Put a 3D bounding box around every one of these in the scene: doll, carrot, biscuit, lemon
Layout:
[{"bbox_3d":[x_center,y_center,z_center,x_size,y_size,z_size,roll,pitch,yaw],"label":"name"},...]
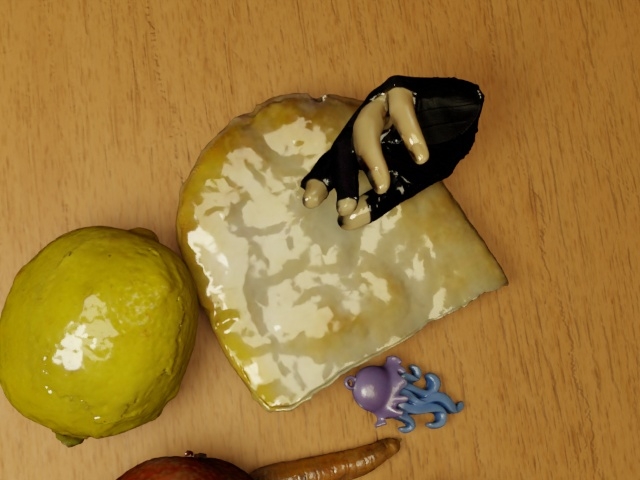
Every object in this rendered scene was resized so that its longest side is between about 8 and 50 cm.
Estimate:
[{"bbox_3d":[0.127,0.237,1.133,0.206,0.067,0.110,19,66,-17],"label":"doll"},{"bbox_3d":[0.010,0.338,1.105,0.248,0.059,0.059,-12,85,-13],"label":"carrot"},{"bbox_3d":[0.000,0.000,1.122,0.429,0.104,0.446,-34,91,-12],"label":"biscuit"},{"bbox_3d":[-0.289,0.117,0.989,0.260,0.260,0.284,39,81,-2],"label":"lemon"}]

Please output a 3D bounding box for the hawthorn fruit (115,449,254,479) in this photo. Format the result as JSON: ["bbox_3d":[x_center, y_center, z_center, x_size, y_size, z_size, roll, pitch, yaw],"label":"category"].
[{"bbox_3d":[-0.217,0.449,0.955,0.369,0.285,0.284,-36,89,-1],"label":"hawthorn fruit"}]

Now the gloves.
[{"bbox_3d":[0.092,-0.115,1.023,0.152,0.197,0.301,28,47,24],"label":"gloves"}]
